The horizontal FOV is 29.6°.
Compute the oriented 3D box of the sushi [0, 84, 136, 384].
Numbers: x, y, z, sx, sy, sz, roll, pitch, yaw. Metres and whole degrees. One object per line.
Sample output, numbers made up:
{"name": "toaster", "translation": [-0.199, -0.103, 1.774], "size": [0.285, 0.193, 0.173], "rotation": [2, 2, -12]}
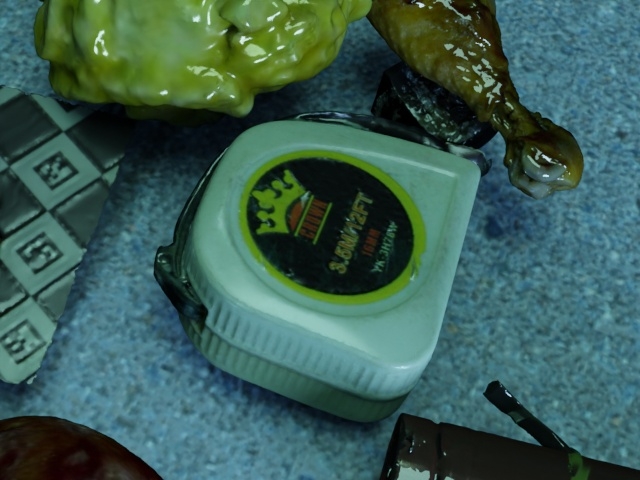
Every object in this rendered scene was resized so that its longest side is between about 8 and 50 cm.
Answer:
{"name": "sushi", "translation": [-0.274, -0.015, 0.865], "size": [0.231, 0.047, 0.220], "rotation": [15, 62, 2]}

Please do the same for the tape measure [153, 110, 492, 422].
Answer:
{"name": "tape measure", "translation": [0.000, 0.000, 0.873], "size": [0.207, 0.115, 0.235], "rotation": [20, 50, 1]}

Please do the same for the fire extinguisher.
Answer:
{"name": "fire extinguisher", "translation": [0.209, 0.185, 0.793], "size": [0.341, 0.105, 0.142], "rotation": [13, 85, 1]}

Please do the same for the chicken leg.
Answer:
{"name": "chicken leg", "translation": [0.114, -0.137, 0.924], "size": [0.107, 0.087, 0.252], "rotation": [-25, 74, -24]}

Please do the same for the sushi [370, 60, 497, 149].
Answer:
{"name": "sushi", "translation": [0.102, -0.110, 0.982], "size": [0.084, 0.056, 0.083], "rotation": [-31, 70, -24]}

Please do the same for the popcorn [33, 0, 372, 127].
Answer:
{"name": "popcorn", "translation": [-0.100, -0.192, 0.900], "size": [0.266, 0.192, 0.233], "rotation": [15, 35, 37]}

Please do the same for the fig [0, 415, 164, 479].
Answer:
{"name": "fig", "translation": [-0.161, 0.212, 0.657], "size": [0.223, 0.224, 0.263], "rotation": [7, 53, -6]}
